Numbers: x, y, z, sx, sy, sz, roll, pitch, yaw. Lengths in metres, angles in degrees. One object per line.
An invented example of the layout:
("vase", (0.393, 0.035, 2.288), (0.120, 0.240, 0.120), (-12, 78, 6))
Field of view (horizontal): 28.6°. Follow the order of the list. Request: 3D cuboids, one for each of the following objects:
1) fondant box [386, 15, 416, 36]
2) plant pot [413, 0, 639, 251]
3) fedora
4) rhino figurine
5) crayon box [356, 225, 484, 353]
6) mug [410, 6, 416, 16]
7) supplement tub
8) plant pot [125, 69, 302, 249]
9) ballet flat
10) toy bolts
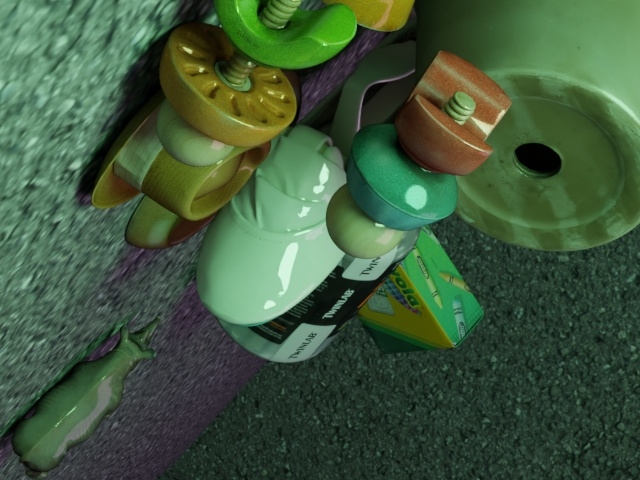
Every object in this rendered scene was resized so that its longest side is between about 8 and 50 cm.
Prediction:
("fondant box", (0.229, -0.237, 1.395), (0.096, 0.238, 0.330), (-39, 171, -43))
("plant pot", (0.205, -0.155, 1.038), (0.323, 0.323, 0.280), (-53, -170, 49))
("fedora", (-0.095, -0.073, 1.002), (0.194, 0.079, 0.194), (-46, 175, -6))
("rhino figurine", (-0.272, 0.181, 1.490), (0.243, 0.073, 0.106), (-46, 177, -13))
("crayon box", (0.089, 0.027, 1.776), (0.081, 0.278, 0.165), (-44, -162, -32))
("mug", (0.084, -0.242, 1.226), (0.078, 0.062, 0.064), (-57, 162, 26))
("supplement tub", (0.000, 0.000, 1.593), (0.193, 0.193, 0.316), (-40, 171, -47))
("plant pot", (-0.096, -0.072, 1.234), (0.236, 0.032, 0.236), (-45, 174, -6))
("ballet flat", (0.011, -0.089, 1.217), (0.400, 0.139, 0.139), (-48, 176, -33))
("toy bolts", (0.011, -0.100, 0.910), (0.158, 0.228, 0.218), (-51, 180, 36))
